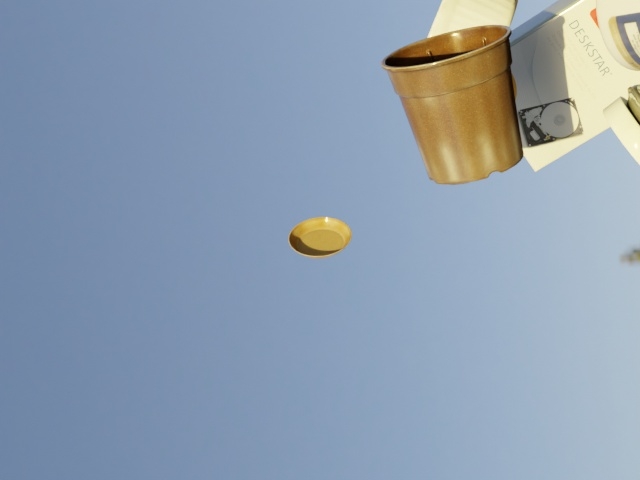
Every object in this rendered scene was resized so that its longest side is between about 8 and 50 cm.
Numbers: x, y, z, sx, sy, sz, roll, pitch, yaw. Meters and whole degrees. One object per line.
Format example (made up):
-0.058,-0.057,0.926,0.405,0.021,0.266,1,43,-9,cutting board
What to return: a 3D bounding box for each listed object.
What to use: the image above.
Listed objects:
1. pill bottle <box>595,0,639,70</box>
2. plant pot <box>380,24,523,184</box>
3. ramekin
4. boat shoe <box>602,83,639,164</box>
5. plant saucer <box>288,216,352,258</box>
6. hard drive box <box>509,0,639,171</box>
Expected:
0.292,-0.176,0.981,0.094,0.169,0.094,1,-91,-44,pill bottle
0.177,-0.167,1.719,0.167,0.167,0.165,-49,-54,-60,plant pot
0.273,-0.379,2.615,0.277,0.135,0.277,22,-90,-90,ramekin
0.347,-0.091,1.187,0.305,0.091,0.109,8,-136,-56,boat shoe
0.000,0.000,1.793,0.083,0.083,0.015,-68,-22,-48,plant saucer
0.352,-0.238,1.929,0.181,0.232,0.089,53,-159,-11,hard drive box
